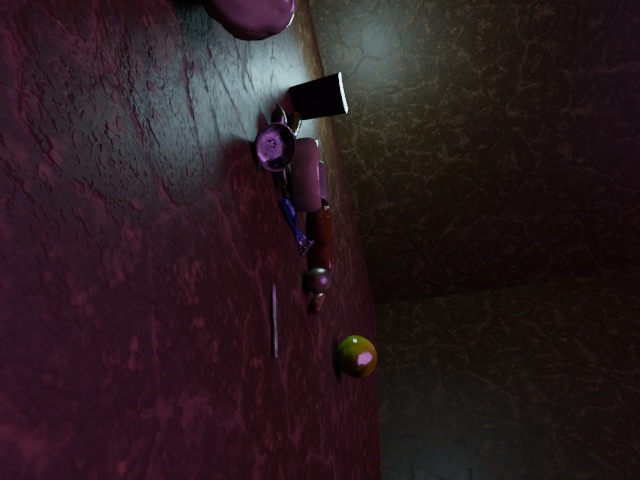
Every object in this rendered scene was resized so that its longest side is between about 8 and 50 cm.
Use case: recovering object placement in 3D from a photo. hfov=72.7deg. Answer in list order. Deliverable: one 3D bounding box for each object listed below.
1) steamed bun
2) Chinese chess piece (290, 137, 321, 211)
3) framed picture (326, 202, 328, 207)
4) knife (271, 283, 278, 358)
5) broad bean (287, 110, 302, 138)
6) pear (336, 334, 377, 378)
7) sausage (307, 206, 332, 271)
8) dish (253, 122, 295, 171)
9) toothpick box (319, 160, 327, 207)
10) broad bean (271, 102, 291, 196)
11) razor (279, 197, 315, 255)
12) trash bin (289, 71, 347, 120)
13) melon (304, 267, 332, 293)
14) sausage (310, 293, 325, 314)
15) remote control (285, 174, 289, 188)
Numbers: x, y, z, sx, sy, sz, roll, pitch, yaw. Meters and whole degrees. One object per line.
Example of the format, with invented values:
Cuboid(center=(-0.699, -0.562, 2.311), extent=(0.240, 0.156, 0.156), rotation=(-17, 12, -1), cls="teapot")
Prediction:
Cuboid(center=(-0.193, -0.609, 0.927), extent=(0.352, 0.247, 0.339), rotation=(-122, -159, -46), cls="steamed bun")
Cuboid(center=(-0.052, -0.235, 1.571), extent=(0.273, 0.102, 0.274), rotation=(-3, 90, -89), cls="Chinese chess piece")
Cuboid(center=(-0.001, -0.189, 2.131), extent=(0.315, 0.024, 0.232), rotation=(-80, 158, -58), cls="framed picture")
Cuboid(center=(-0.124, 0.211, 1.160), extent=(0.030, 0.014, 0.207), rotation=(63, 19, -58), cls="knife")
Cuboid(center=(-0.107, -0.428, 1.656), extent=(0.325, 0.067, 0.075), rotation=(-85, 153, -59), cls="broad bean")
Cuboid(center=(0.160, 0.520, 1.924), extent=(0.220, 0.187, 0.188), rotation=(-74, 153, -79), cls="pear")
Cuboid(center=(0.001, 0.000, 1.768), extent=(0.094, 0.097, 0.349), rotation=(52, 30, -52), cls="sausage")
Cuboid(center=(-0.151, -0.280, 1.289), extent=(0.141, 0.078, 0.141), rotation=(-16, 115, -37), cls="dish")
Cuboid(center=(-0.030, -0.229, 1.775), extent=(0.111, 0.111, 0.181), rotation=(61, 24, -61), cls="toothpick box")
Cuboid(center=(-0.135, -0.300, 1.444), extent=(0.098, 0.055, 0.318), rotation=(3, 82, -81), cls="broad bean")
Cuboid(center=(-0.088, -0.052, 1.513), extent=(0.082, 0.042, 0.253), rotation=(-48, 143, -20), cls="razor")
Cuboid(center=(-0.007, -0.630, 1.927), extent=(0.115, 0.225, 0.165), rotation=(-79, 157, -62), cls="trash bin")
Cuboid(center=(-0.008, 0.148, 1.592), extent=(0.130, 0.097, 0.098), rotation=(-31, 111, -77), cls="melon")
Cuboid(center=(-0.011, 0.239, 1.643), extent=(0.186, 0.043, 0.043), rotation=(-55, 134, -77), cls="sausage")
Cuboid(center=(-0.127, -0.226, 1.517), extent=(0.096, 0.014, 0.039), rotation=(71, 17, -47), cls="remote control")
